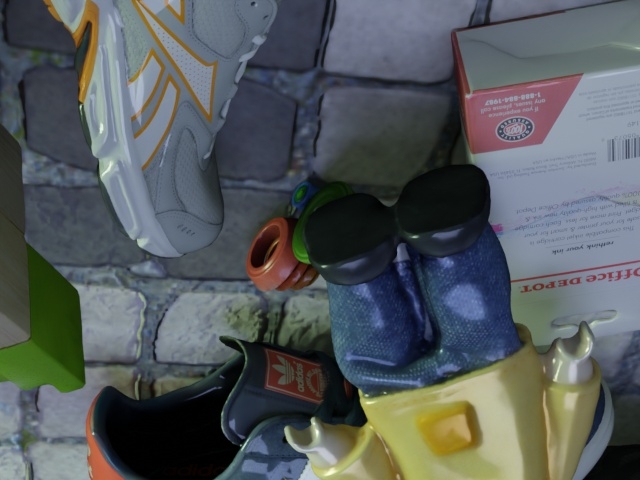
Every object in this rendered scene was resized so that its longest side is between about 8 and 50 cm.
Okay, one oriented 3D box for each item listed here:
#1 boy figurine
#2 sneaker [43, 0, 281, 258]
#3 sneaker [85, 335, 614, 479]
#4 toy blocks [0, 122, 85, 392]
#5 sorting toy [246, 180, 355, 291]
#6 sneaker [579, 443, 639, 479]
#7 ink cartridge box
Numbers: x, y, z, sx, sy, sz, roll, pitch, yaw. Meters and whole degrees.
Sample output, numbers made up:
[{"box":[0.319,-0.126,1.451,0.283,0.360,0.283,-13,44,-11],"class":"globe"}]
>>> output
[{"box":[0.071,0.105,0.669,0.177,0.092,0.285,-15,114,6],"class":"boy figurine"},{"box":[-0.063,-0.097,0.595,0.121,0.099,0.262,-11,134,0],"class":"sneaker"},{"box":[0.013,0.118,0.780,0.349,0.131,0.148,-15,125,4],"class":"sneaker"},{"box":[-0.281,-0.030,0.388,0.260,0.191,0.381,-18,148,10],"class":"toy blocks"},{"box":[0.000,0.000,0.711,0.042,0.061,0.102,30,147,-28],"class":"sorting toy"},{"box":[0.372,0.180,0.848,0.482,0.185,0.202,3,126,-21],"class":"sneaker"},{"box":[0.143,-0.030,0.688,0.115,0.067,0.198,-9,131,4],"class":"ink cartridge box"}]
